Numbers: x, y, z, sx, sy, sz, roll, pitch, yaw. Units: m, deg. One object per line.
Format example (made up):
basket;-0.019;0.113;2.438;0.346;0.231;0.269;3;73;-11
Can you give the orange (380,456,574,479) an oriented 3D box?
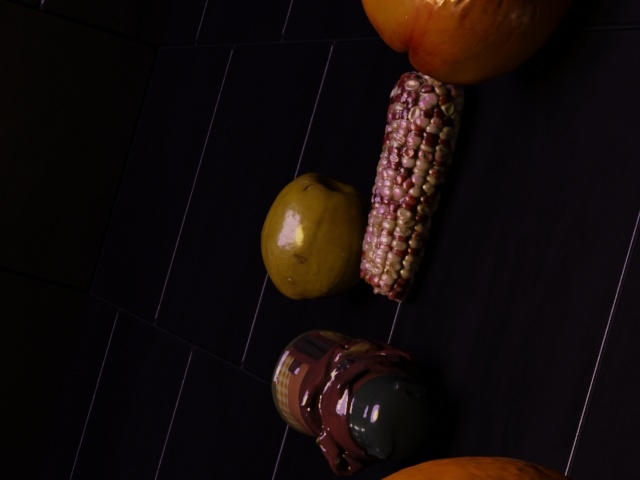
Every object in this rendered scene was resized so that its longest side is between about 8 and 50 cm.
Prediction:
orange;0.114;0.344;1.556;0.340;0.293;0.340;-44;35;41

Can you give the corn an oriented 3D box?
corn;0.102;-0.069;2.204;0.092;0.092;0.280;-161;86;-70

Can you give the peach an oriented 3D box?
peach;0.168;-0.311;2.007;0.281;0.238;0.281;-58;6;9

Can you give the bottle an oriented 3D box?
bottle;0.039;0.186;2.105;0.271;0.143;0.156;18;92;68

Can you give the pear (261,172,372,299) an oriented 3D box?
pear;0.000;0.000;2.334;0.149;0.149;0.162;-140;60;-68
